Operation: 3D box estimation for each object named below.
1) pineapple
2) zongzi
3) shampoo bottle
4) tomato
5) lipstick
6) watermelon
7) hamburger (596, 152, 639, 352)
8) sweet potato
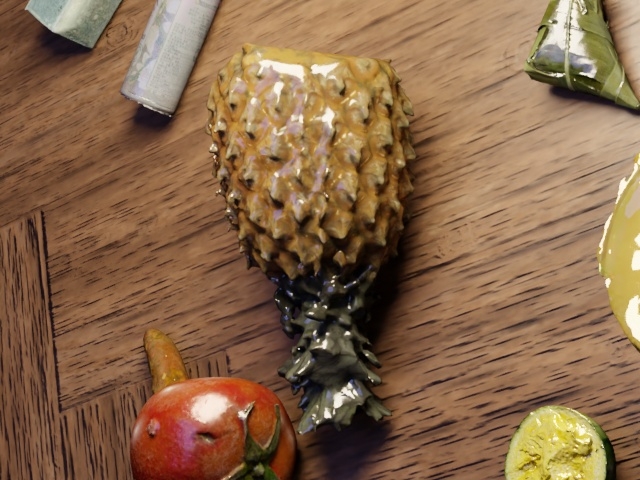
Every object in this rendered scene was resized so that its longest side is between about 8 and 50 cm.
[{"bbox_3d":[0.000,0.000,1.580,0.202,0.202,0.362,-9,84,37],"label":"pineapple"},{"bbox_3d":[0.254,-0.183,1.509,0.119,0.055,0.109,20,90,28],"label":"zongzi"},{"bbox_3d":[-0.153,-0.247,1.836,0.072,0.072,0.214,26,95,40],"label":"shampoo bottle"},{"bbox_3d":[-0.107,0.209,1.626,0.167,0.167,0.167,-11,72,36],"label":"tomato"},{"bbox_3d":[-0.229,-0.365,1.919,0.077,0.076,0.289,42,106,39],"label":"lipstick"},{"bbox_3d":[0.213,0.195,1.434,0.105,0.062,0.105,-11,74,44],"label":"watermelon"},{"bbox_3d":[0.341,0.026,1.322,0.237,0.149,0.237,-13,65,29],"label":"hamburger"},{"bbox_3d":[-0.155,0.199,1.733,0.078,0.058,0.255,-36,52,50],"label":"sweet potato"}]
